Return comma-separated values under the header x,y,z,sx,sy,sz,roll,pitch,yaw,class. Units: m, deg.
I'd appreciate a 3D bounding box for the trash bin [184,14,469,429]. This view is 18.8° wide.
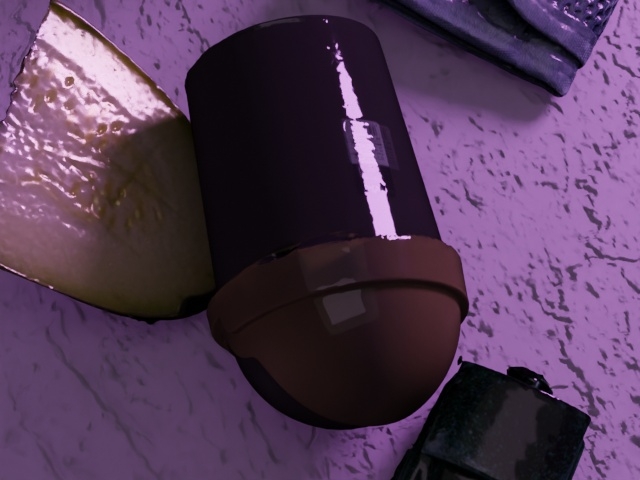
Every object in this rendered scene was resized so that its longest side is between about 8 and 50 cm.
x,y,z,sx,sy,sz,roll,pitch,yaw,class
0.000,0.000,1.593,0.214,0.214,0.333,-15,68,-2,trash bin

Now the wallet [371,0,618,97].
x,y,z,sx,sy,sz,roll,pitch,yaw,class
0.193,-0.327,1.737,0.237,0.075,0.342,28,76,-4,wallet

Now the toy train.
x,y,z,sx,sy,sz,roll,pitch,yaw,class
0.103,0.241,1.534,0.139,0.178,0.330,24,75,8,toy train

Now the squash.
x,y,z,sx,sy,sz,roll,pitch,yaw,class
-0.166,-0.051,1.644,0.155,0.204,0.236,9,67,25,squash
